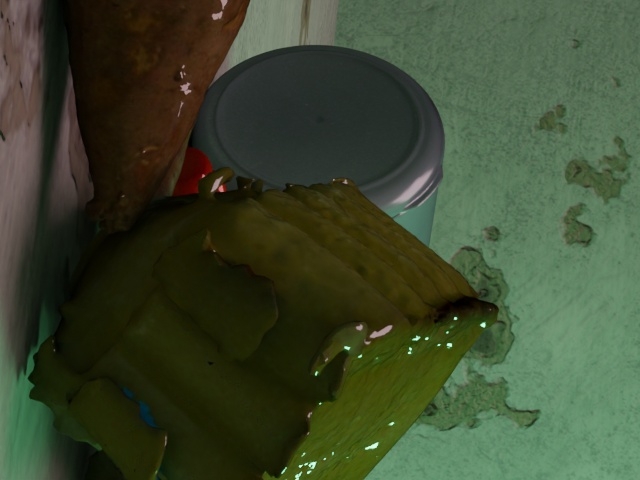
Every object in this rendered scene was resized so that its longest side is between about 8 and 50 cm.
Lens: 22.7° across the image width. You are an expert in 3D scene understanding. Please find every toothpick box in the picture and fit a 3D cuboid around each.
[{"bbox_3d":[0.000,0.000,1.595,0.355,0.263,0.263,93,3,-47],"label":"toothpick box"}]

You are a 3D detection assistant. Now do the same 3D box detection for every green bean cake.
[{"bbox_3d":[-0.068,0.089,1.009,0.285,0.202,0.310,-51,165,11],"label":"green bean cake"}]

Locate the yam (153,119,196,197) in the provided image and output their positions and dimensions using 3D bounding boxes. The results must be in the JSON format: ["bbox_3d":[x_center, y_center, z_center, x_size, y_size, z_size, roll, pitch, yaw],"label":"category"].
[{"bbox_3d":[-0.118,-0.071,1.160,0.264,0.046,0.046,-79,173,-57],"label":"yam"}]

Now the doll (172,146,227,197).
[{"bbox_3d":[-0.097,0.068,1.354,0.336,0.105,0.200,77,15,-53],"label":"doll"}]

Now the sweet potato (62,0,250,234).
[{"bbox_3d":[-0.087,-0.171,0.907,0.131,0.131,0.337,55,39,-85],"label":"sweet potato"}]
